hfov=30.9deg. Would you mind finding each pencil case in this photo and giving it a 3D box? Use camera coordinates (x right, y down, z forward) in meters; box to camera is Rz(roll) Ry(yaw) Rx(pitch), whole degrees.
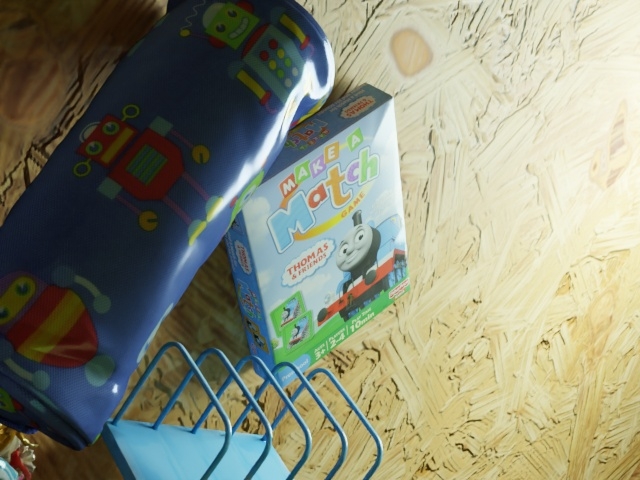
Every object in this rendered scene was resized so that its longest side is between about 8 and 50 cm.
[{"bbox_3d":[-0.109,-0.020,0.674,0.306,0.119,0.133,-58,176,-26],"label":"pencil case"}]

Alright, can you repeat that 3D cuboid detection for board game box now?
[{"bbox_3d":[0.000,0.000,0.935,0.160,0.039,0.211,-36,137,-26],"label":"board game box"}]

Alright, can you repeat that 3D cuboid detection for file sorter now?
[{"bbox_3d":[-0.056,0.154,0.881,0.170,0.118,0.104,16,115,-44],"label":"file sorter"}]

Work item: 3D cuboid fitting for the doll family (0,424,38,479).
[{"bbox_3d":[-0.253,0.154,0.689,0.263,0.118,0.163,27,94,-53],"label":"doll family"}]
